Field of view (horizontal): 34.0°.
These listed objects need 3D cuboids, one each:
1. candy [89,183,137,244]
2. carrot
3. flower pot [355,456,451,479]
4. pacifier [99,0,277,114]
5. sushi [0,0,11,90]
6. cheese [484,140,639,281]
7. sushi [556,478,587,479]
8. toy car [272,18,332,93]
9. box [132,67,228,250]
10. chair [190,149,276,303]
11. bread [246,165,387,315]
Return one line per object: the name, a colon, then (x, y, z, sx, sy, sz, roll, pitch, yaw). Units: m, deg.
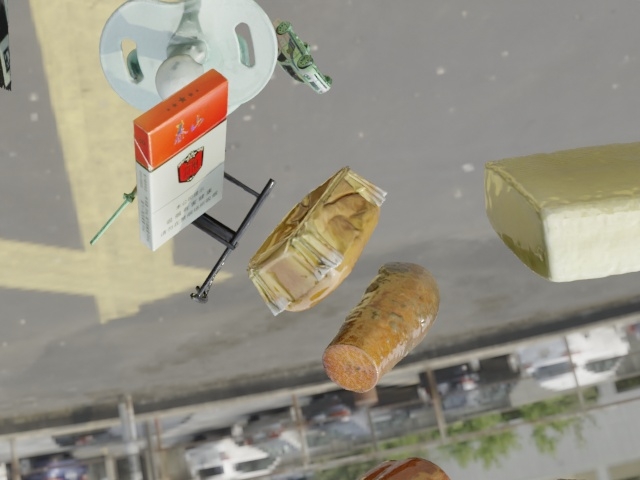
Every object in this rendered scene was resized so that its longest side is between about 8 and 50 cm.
candy: (-0.275, -0.059, 1.499, 0.185, 0.055, 0.049, -47, 167, 16)
carrot: (0.113, 0.136, 1.732, 0.138, 0.139, 0.302, -23, -164, 33)
flower pot: (0.082, 0.398, 1.390, 0.190, 0.191, 0.173, -25, 169, 37)
pacifier: (-0.252, -0.321, 1.976, 0.343, 0.269, 0.288, -8, 122, 6)
sushi: (-0.440, -0.327, 1.247, 0.059, 0.292, 0.294, -2, -179, -1)
cheese: (0.381, -0.043, 1.402, 0.265, 0.124, 0.242, -8, -162, -8)
sushi: (0.174, 0.247, 0.640, 0.211, 0.171, 0.350, -52, 177, -17)
toy car: (-0.053, -0.396, 2.291, 0.076, 0.224, 0.090, -36, 138, 9)
box: (-0.180, -0.099, 1.355, 0.139, 0.035, 0.245, -39, 159, -30)
chair: (-0.200, -0.030, 1.921, 0.141, 0.260, 0.154, 33, -179, -2)
bread: (0.000, 0.000, 1.450, 0.136, 0.107, 0.241, -39, -171, 32)
